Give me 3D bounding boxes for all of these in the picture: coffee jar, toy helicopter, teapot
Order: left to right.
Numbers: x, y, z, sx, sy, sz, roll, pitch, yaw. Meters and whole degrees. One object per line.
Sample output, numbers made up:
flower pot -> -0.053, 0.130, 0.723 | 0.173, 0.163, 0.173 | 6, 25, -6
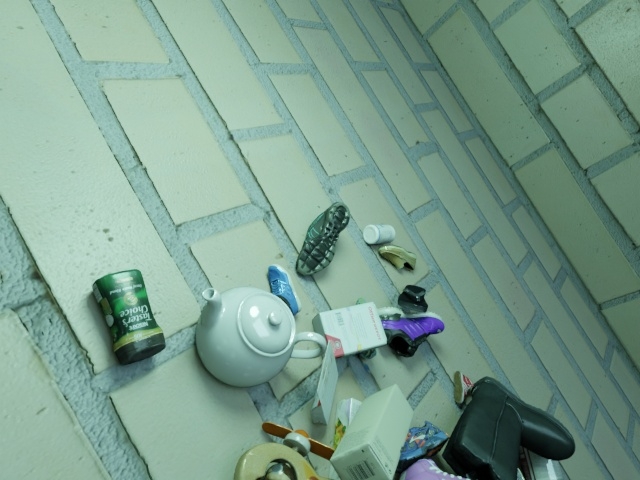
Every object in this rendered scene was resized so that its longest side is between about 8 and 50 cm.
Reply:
coffee jar -> -0.391, 0.156, 0.931 | 0.096, 0.079, 0.184 | -13, 74, -47
teapot -> -0.145, 0.209, 1.049 | 0.256, 0.187, 0.252 | -21, 80, -49
toy helicopter -> -0.019, 0.525, 0.984 | 0.355, 0.140, 0.235 | 22, 39, -23

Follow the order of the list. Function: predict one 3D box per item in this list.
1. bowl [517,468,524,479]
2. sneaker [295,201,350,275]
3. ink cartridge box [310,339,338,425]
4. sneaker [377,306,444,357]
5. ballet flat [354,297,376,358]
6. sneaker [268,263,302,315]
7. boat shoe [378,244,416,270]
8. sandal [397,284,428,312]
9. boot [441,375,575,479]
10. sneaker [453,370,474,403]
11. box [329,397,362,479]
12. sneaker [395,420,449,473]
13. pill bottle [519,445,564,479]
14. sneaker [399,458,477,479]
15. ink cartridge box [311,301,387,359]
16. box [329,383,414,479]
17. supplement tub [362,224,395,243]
bowl -> 0.557, 0.757, 1.422 | 0.170, 0.080, 0.170 | 27, 33, -19
sneaker -> 0.000, 0.000, 1.402 | 0.101, 0.106, 0.267 | 44, 62, -20
ink cartridge box -> 0.003, 0.353, 1.125 | 0.179, 0.045, 0.145 | 76, 23, -43
sneaker -> 0.289, 0.308, 1.468 | 0.293, 0.102, 0.146 | 12, 56, -30
ballet flat -> 0.123, 0.261, 1.365 | 0.070, 0.070, 0.188 | 12, 55, -39
sneaker -> -0.113, 0.139, 1.222 | 0.085, 0.058, 0.152 | -23, 88, -57
boat shoe -> 0.286, 0.068, 1.650 | 0.190, 0.068, 0.072 | 17, 65, -36
sandal -> 0.312, 0.181, 1.526 | 0.097, 0.054, 0.254 | 13, 12, 8
boot -> 0.588, 0.637, 1.374 | 0.367, 0.146, 0.445 | 32, 20, 19
sneaker -> 0.496, 0.516, 1.565 | 0.067, 0.042, 0.118 | 34, 43, -18
box -> 0.065, 0.557, 1.112 | 0.067, 0.063, 0.324 | 30, 47, -24
sneaker -> 0.262, 0.582, 1.282 | 0.221, 0.083, 0.087 | -7, 36, -37
pill bottle -> 0.771, 0.803, 1.577 | 0.121, 0.121, 0.221 | 20, 52, -34
sneaker -> 0.333, 0.620, 1.159 | 0.161, 0.282, 0.102 | -80, 153, -63
ink cartridge box -> 0.081, 0.257, 1.277 | 0.175, 0.072, 0.127 | -8, 68, -24
box -> 0.129, 0.450, 1.051 | 0.094, 0.113, 0.275 | 57, 24, 4
supplement tub -> 0.210, -0.022, 1.629 | 0.107, 0.071, 0.071 | -3, 66, -45
